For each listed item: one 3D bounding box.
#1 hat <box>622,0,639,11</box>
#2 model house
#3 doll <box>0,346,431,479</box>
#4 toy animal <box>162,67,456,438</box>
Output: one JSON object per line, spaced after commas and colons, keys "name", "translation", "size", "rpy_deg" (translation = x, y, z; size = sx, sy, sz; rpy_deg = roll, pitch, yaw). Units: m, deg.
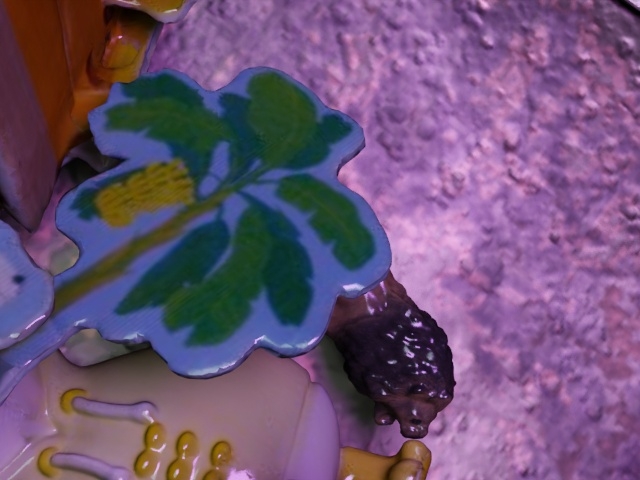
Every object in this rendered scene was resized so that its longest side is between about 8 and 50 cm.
{"name": "hat", "translation": [0.250, -0.247, 0.631], "size": [0.257, 0.130, 0.257], "rpy_deg": [1, 84, -10]}
{"name": "model house", "translation": [-0.130, -0.100, 0.456], "size": [0.313, 0.242, 0.357], "rpy_deg": [-35, 64, -15]}
{"name": "doll", "translation": [-0.099, 0.099, 0.540], "size": [0.296, 0.117, 0.141], "rpy_deg": [18, 75, -7]}
{"name": "toy animal", "translation": [-0.011, 0.003, 0.582], "size": [0.220, 0.086, 0.069], "rpy_deg": [50, 54, -5]}
